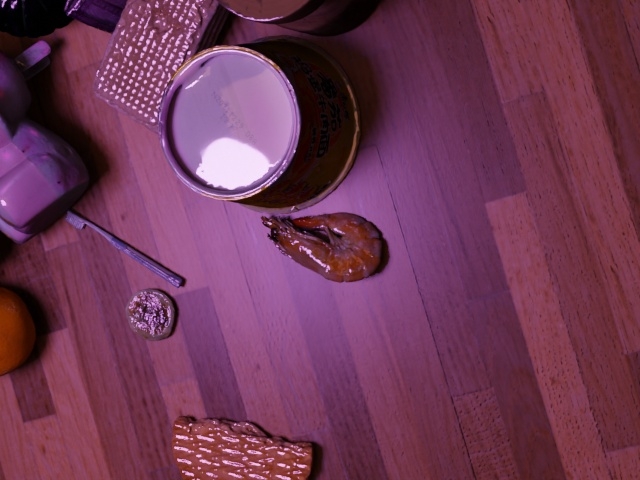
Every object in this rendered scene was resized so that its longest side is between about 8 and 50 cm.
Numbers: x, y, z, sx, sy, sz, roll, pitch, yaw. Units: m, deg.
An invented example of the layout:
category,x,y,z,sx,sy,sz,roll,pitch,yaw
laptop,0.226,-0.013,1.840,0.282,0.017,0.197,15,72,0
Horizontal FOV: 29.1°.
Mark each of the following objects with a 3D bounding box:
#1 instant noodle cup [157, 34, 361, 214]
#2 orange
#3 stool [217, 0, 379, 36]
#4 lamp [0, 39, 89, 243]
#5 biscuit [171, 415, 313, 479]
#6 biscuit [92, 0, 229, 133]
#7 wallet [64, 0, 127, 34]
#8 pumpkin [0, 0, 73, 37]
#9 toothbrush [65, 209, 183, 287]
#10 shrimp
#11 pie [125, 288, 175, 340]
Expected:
category,x,y,z,sx,sy,sz,roll,pitch,yaw
instant noodle cup,-0.091,-0.159,1.701,0.264,0.200,0.265,1,95,16
orange,-0.518,0.136,1.897,0.158,0.159,0.136,-14,50,18
stool,-0.029,-0.368,1.629,0.179,0.264,0.179,2,96,18
lamp,-0.470,-0.175,1.834,0.247,0.247,0.301,-40,89,-14
biscuit,-0.117,0.342,1.839,0.224,0.033,0.145,7,99,17
biscuit,-0.192,-0.363,1.756,0.144,0.078,0.426,32,110,13
wallet,-0.289,-0.381,1.794,0.166,0.111,0.030,-53,55,16
pumpkin,-0.434,-0.392,1.811,0.194,0.150,0.194,-2,72,6
toothbrush,-0.301,0.013,1.878,0.219,0.016,0.019,30,104,13
shrimp,0.000,0.000,1.772,0.190,0.042,0.101,19,80,16
pie,-0.260,0.112,1.873,0.085,0.017,0.085,1,94,18
